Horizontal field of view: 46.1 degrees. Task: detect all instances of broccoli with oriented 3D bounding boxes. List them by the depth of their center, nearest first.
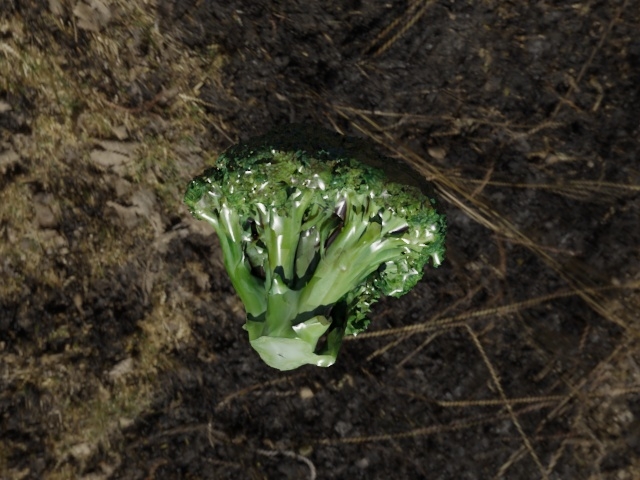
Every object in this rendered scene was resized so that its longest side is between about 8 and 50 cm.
[{"bbox_3d":[0.000,0.000,0.847,0.308,0.275,0.308,9,150,5],"label":"broccoli"}]
